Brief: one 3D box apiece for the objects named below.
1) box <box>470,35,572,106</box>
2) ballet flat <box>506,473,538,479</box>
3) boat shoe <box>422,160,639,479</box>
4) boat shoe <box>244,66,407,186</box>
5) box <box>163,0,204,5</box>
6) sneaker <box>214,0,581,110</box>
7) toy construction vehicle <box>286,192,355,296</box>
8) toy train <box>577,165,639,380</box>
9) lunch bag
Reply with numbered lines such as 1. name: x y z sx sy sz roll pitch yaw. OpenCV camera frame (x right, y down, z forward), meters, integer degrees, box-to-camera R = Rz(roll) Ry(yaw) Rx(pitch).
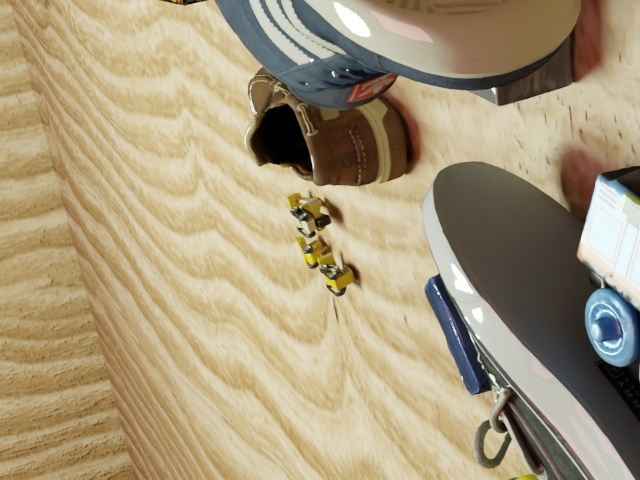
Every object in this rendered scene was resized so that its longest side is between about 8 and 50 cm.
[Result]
1. box: 0.066 -0.204 0.718 0.231 0.056 0.183 40 144 56
2. ballet flat: 0.175 0.281 0.836 0.077 0.077 0.231 10 115 53
3. boat shoe: 0.146 0.091 0.678 0.306 0.113 0.105 53 140 22
4. boat shoe: -0.025 -0.105 0.994 0.257 0.095 0.095 31 135 62
5. box: -0.112 -0.252 1.106 0.137 0.094 0.027 -148 43 -62
6. sneaker: 0.031 -0.127 0.636 0.350 0.131 0.148 -129 21 -55
7. toy construction vehicle: 0.000 0.000 1.126 0.098 0.035 0.086 36 151 63
8. toy train: 0.197 0.039 0.551 0.184 0.080 0.105 50 145 47
9. lunch bag: 0.117 0.051 0.795 0.067 0.065 0.098 93 155 -81
